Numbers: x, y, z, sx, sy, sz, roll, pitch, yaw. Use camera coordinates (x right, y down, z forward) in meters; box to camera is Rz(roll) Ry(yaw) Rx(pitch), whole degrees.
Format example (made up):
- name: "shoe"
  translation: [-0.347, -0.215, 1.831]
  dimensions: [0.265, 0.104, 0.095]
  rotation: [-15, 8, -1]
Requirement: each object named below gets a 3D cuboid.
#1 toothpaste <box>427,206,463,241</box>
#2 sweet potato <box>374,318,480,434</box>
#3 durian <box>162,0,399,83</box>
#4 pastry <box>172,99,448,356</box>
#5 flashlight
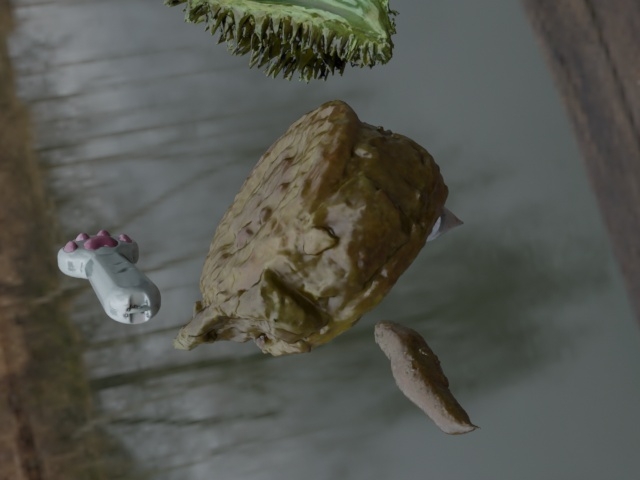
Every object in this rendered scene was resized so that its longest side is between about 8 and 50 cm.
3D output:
- name: "toothpaste"
  translation: [0.132, -0.029, 1.809]
  dimensions: [0.234, 0.089, 0.057]
  rotation: [-16, -54, -82]
- name: "sweet potato"
  translation: [0.129, 0.173, 1.832]
  dimensions: [0.274, 0.067, 0.067]
  rotation: [-128, 32, -52]
- name: "durian"
  translation: [-0.064, -0.311, 1.725]
  dimensions: [0.394, 0.198, 0.163]
  rotation: [34, 178, 24]
- name: "pastry"
  translation: [0.000, 0.000, 1.270]
  dimensions: [0.240, 0.132, 0.235]
  rotation: [-35, 28, 53]
- name: "flashlight"
  translation: [-0.228, 0.036, 1.593]
  dimensions: [0.200, 0.093, 0.047]
  rotation: [-139, 45, -59]
